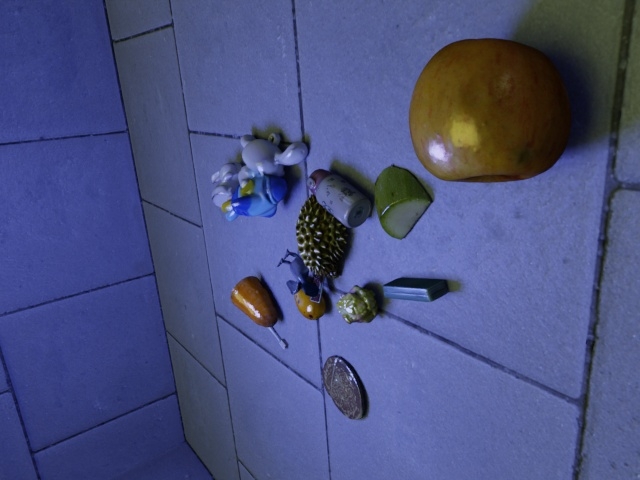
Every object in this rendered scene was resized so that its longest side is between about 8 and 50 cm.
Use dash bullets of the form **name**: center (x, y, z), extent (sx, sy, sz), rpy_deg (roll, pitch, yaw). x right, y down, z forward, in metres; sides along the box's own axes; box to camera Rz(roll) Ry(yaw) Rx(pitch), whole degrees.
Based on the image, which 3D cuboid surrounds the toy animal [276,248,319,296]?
- **toy animal**: center (-0.069, 0.110, 1.776), extent (0.176, 0.255, 0.239), rpy_deg (35, 117, -5)

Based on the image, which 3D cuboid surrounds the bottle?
- **bottle**: center (0.049, -0.142, 1.536), extent (0.233, 0.109, 0.110), rpy_deg (43, 136, 36)

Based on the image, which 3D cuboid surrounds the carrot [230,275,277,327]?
- **carrot**: center (-0.274, 0.287, 2.135), extent (0.225, 0.159, 0.159), rpy_deg (46, 138, 30)

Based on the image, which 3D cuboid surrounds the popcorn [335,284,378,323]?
- **popcorn**: center (0.117, 0.207, 1.579), extent (0.145, 0.125, 0.126), rpy_deg (-16, 82, 46)

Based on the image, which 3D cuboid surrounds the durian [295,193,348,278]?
- **durian**: center (0.000, 0.000, 1.639), extent (0.166, 0.172, 0.307), rpy_deg (-140, 32, -73)

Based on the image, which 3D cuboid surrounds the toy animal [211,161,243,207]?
- **toy animal**: center (-0.385, -0.227, 2.058), extent (0.178, 0.127, 0.193), rpy_deg (-38, 39, 41)

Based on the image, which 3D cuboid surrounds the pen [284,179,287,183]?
- **pen**: center (-0.184, -0.192, 1.916), extent (0.204, 0.025, 0.025), rpy_deg (-27, 82, 55)

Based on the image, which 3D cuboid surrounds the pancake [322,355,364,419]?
- **pancake**: center (0.086, 0.561, 1.850), extent (0.250, 0.031, 0.250), rpy_deg (27, 125, 48)

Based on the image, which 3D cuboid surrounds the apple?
- **apple**: center (0.323, -0.248, 0.955), extent (0.298, 0.298, 0.276), rpy_deg (5, 91, 54)

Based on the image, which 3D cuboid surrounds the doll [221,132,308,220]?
- **doll**: center (-0.219, -0.218, 1.812), extent (0.376, 0.186, 0.366), rpy_deg (27, 97, 67)

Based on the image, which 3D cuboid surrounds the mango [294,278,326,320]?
- **mango**: center (-0.045, 0.222, 1.841), extent (0.178, 0.090, 0.115), rpy_deg (47, 124, 38)

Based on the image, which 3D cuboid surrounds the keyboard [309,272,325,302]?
- **keyboard**: center (-0.006, 0.137, 1.755), extent (0.055, 0.017, 0.166), rpy_deg (6, 84, 54)

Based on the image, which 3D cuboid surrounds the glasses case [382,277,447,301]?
- **glasses case**: center (0.262, 0.137, 1.380), extent (0.184, 0.077, 0.040), rpy_deg (-2, 105, 55)

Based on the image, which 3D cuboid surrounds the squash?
- **squash**: center (0.190, -0.110, 1.372), extent (0.184, 0.085, 0.192), rpy_deg (55, 140, 23)

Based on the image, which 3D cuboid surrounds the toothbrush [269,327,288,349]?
- **toothbrush**: center (-0.249, 0.370, 2.247), extent (0.342, 0.025, 0.030), rpy_deg (45, 130, 35)
